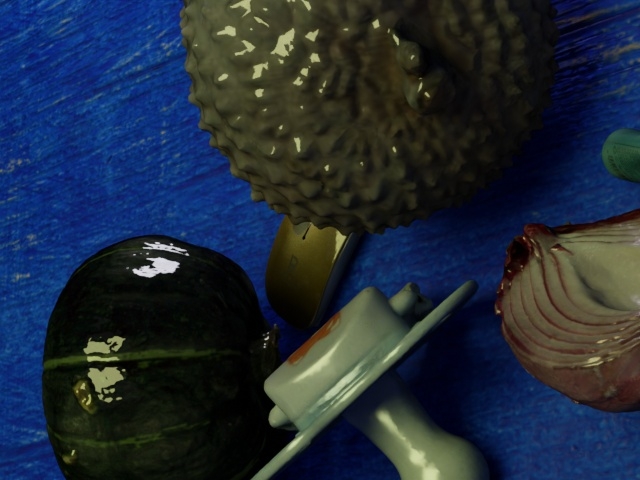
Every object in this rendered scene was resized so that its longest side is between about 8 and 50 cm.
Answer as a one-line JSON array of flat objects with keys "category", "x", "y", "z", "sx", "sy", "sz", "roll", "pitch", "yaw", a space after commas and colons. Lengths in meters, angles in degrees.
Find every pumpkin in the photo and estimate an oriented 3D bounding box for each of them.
[{"category": "pumpkin", "x": -0.164, "y": 0.152, "z": 2.049, "sx": 0.241, "sy": 0.323, "sz": 0.323, "roll": -9, "pitch": 69, "yaw": 13}]

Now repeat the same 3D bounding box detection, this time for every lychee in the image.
[{"category": "lychee", "x": 0.039, "y": -0.204, "z": 1.903, "sx": 0.380, "sy": 0.380, "sz": 0.432, "roll": -65, "pitch": 21, "yaw": 11}]

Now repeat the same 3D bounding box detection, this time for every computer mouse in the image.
[{"category": "computer mouse", "x": -0.001, "y": 0.000, "z": 2.122, "sx": 0.102, "sy": 0.045, "sz": 0.199, "roll": 37, "pitch": 107, "yaw": 44}]

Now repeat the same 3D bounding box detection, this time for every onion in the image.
[{"category": "onion", "x": 0.267, "y": 0.058, "z": 1.737, "sx": 0.227, "sy": 0.120, "sz": 0.283, "roll": -34, "pitch": 28, "yaw": -12}]

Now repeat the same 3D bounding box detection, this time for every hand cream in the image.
[{"category": "hand cream", "x": 0.309, "y": -0.068, "z": 1.741, "sx": 0.048, "sy": 0.083, "sz": 0.224, "roll": -45, "pitch": 18, "yaw": -4}]

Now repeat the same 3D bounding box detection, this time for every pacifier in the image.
[{"category": "pacifier", "x": 0.075, "y": 0.177, "z": 1.906, "sx": 0.299, "sy": 0.244, "sz": 0.233, "roll": -42, "pitch": 80, "yaw": 10}]
